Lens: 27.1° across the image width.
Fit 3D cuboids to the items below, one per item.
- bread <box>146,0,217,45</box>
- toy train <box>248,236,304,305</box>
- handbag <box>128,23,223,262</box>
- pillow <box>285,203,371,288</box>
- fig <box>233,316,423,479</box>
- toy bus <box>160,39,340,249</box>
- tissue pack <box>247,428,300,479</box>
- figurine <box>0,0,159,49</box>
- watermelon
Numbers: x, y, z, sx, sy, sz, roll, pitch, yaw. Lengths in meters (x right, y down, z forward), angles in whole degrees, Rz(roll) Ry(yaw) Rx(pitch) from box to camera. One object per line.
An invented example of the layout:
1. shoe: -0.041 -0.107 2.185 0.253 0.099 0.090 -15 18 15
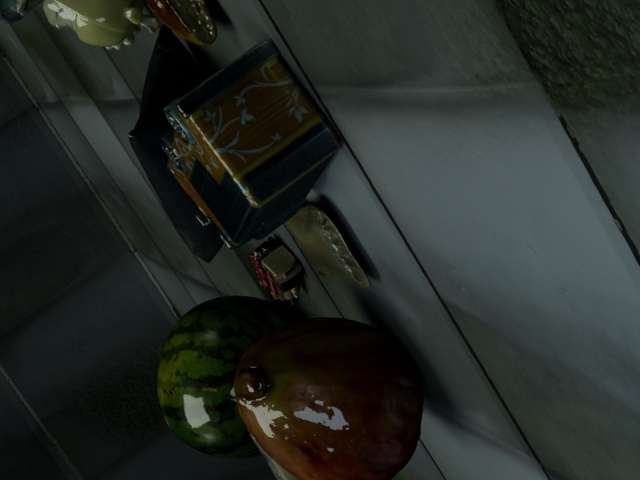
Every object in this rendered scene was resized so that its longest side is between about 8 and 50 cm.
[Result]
1. bread: -0.160 -0.274 1.526 0.136 0.054 0.154 51 173 24
2. toy train: -0.062 0.052 2.039 0.087 0.050 0.138 45 165 25
3. handbag: -0.177 -0.128 1.744 0.254 0.088 0.211 63 -153 -46
4. pillow: -0.001 0.000 1.704 0.130 0.033 0.217 57 167 -15
5. fig: 0.011 0.209 1.740 0.263 0.224 0.224 35 170 -7
6. toy bus: -0.084 -0.100 1.522 0.167 0.138 0.275 52 165 2
7. tissue pack: 0.000 0.311 2.145 0.092 0.196 0.148 40 161 50
8. figurine: -0.396 -0.380 1.787 0.394 0.275 0.226 23 -178 10
9. watermelon: -0.143 0.236 2.276 0.285 0.285 0.285 51 167 16
